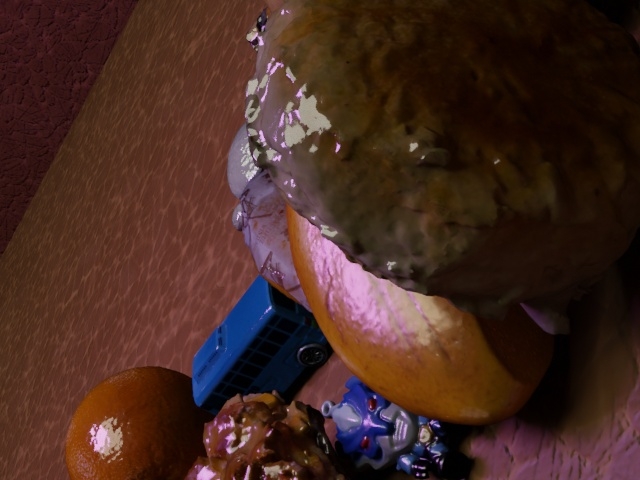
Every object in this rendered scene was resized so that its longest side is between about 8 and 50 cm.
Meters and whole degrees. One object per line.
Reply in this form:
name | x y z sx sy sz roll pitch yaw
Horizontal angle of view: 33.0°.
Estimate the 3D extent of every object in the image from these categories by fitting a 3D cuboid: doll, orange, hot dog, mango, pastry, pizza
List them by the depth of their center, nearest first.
pastry | 0.097 -0.096 0.779 0.136 0.330 0.329 119 160 -48
mango | 0.087 0.016 0.907 0.199 0.201 0.350 105 154 -42
doll | 0.060 0.164 0.958 0.195 0.070 0.095 2 80 56
pizza | -0.050 0.274 0.996 0.409 0.114 0.277 151 118 -62
hot dog | 0.000 0.000 1.139 0.144 0.075 0.268 -36 40 -7
orange | -0.209 0.249 1.303 0.206 0.206 0.206 -47 30 39
doll | -0.088 -0.117 1.526 0.103 0.072 0.214 -23 52 60

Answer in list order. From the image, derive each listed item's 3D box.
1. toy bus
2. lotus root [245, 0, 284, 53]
toy bus | -0.069 0.123 1.225 0.184 0.106 0.090 -52 28 28
lotus root | 0.008 -0.342 1.389 0.310 0.183 0.182 -43 33 44
